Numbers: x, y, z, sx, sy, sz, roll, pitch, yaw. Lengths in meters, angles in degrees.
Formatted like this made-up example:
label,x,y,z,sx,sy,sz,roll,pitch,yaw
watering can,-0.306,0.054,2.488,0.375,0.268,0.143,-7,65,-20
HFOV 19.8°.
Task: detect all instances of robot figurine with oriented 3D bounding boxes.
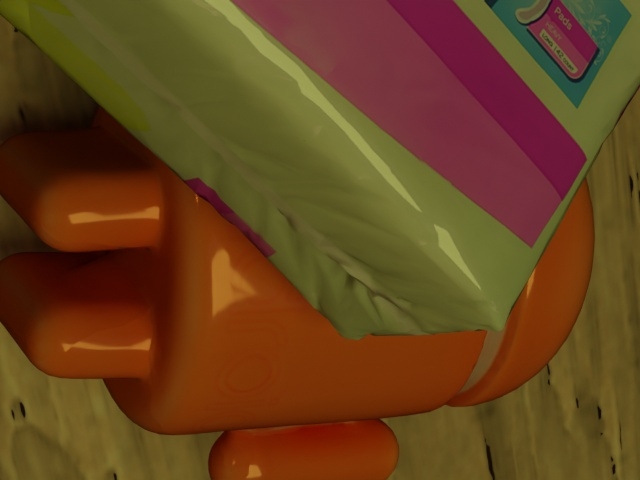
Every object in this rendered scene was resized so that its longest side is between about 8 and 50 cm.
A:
label,x,y,z,sx,sy,sz,roll,pitch,yaw
robot figurine,0.000,0.002,0.631,0.219,0.128,0.158,-3,70,-24

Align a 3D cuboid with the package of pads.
label,x,y,z,sx,sy,sz,roll,pitch,yaw
package of pads,-0.010,-0.151,0.507,0.296,0.101,0.229,43,65,-23
